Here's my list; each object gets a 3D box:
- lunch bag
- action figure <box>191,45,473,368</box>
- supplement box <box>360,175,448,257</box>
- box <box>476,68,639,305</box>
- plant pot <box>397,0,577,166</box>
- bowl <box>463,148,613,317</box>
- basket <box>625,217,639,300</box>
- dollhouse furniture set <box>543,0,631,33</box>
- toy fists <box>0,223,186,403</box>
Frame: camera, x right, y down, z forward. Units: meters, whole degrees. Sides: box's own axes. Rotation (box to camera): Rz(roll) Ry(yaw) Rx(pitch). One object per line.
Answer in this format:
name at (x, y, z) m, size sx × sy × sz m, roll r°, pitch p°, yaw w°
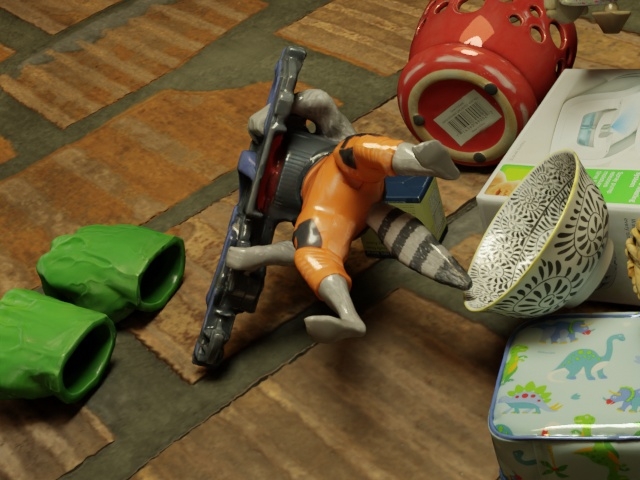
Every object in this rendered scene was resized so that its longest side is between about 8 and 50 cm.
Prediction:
lunch bag at (0.261, 0.135, 1.095) m, size 0.219 × 0.090 × 0.176 m, roll -3°, pitch 36°, yaw 22°
action figure at (0.000, 0.000, 1.290) m, size 0.178 × 0.341 × 0.330 m, roll 14°, pitch 14°, yaw -22°
supplement box at (0.086, -0.030, 1.417) m, size 0.083 × 0.083 × 0.056 m, roll 2°, pitch 38°, yaw 26°
box at (0.321, -0.057, 1.318) m, size 0.231 × 0.127 × 0.262 m, roll 5°, pitch 39°, yaw 33°
plant pot at (0.188, -0.198, 1.521) m, size 0.191 × 0.191 × 0.174 m, roll 4°, pitch 42°, yaw 28°
bowl at (0.208, 0.010, 1.161) m, size 0.170 × 0.080 × 0.170 m, roll -57°, pitch 10°, yaw 16°
basket at (0.385, 0.053, 0.943) m, size 0.223 × 0.213 × 0.299 m, roll 8°, pitch 45°, yaw -12°
dollhouse furniture set at (0.403, -0.211, 1.334) m, size 0.303 × 0.174 × 0.355 m, roll 3°, pitch 12°, yaw 28°
toy fists at (-0.269, 0.075, 1.421) m, size 0.142 × 0.096 × 0.279 m, roll 13°, pitch 42°, yaw 23°
